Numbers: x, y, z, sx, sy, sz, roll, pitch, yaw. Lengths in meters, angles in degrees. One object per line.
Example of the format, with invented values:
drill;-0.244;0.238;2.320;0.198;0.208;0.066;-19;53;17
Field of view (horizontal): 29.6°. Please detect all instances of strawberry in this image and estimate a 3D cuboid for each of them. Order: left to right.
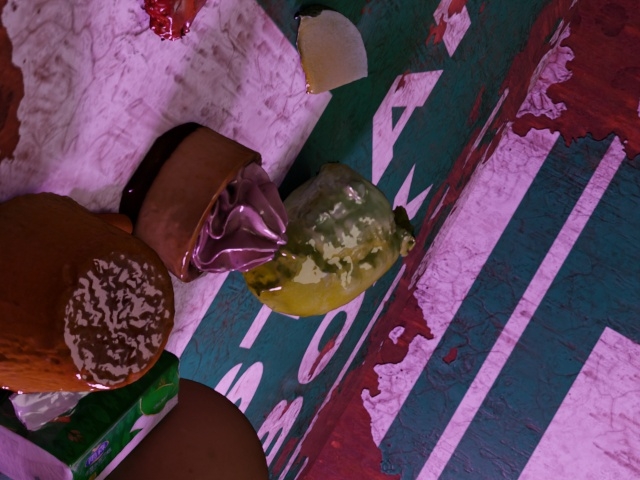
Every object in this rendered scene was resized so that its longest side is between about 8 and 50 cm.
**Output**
strawberry;-0.141;-0.276;1.274;0.104;0.048;0.152;-44;162;-53

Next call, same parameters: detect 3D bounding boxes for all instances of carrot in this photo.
carrot;-0.255;-0.020;1.408;0.035;0.035;0.142;-61;160;3

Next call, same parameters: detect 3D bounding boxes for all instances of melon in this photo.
melon;0.000;-0.281;1.742;0.114;0.053;0.262;-41;160;0

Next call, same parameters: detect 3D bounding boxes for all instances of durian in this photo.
durian;0.000;0.000;1.976;0.339;0.204;0.256;-43;144;-24

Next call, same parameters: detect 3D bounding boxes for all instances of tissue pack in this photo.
tissue pack;-0.289;0.187;1.460;0.209;0.148;0.156;-45;152;-40

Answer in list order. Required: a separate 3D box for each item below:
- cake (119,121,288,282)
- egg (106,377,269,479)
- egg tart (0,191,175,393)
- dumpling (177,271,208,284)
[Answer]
cake;-0.130;-0.029;1.518;0.207;0.178;0.185;-22;140;-61
egg;-0.222;0.348;1.673;0.301;0.301;0.374;-50;168;-32
egg tart;-0.257;0.059;1.227;0.215;0.170;0.215;-9;102;-48
dumpling;-0.181;0.025;1.714;0.076;0.057;0.052;-28;-168;-20
